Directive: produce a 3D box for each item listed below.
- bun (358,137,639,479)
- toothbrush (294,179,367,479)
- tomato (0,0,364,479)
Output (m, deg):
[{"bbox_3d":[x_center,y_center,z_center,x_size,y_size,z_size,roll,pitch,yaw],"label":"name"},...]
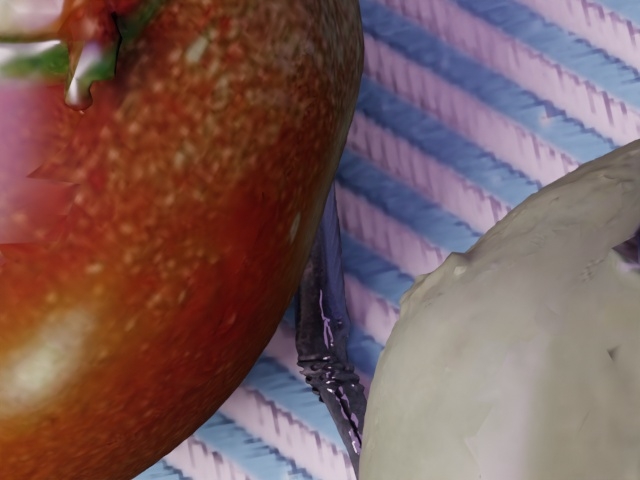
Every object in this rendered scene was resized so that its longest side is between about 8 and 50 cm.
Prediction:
[{"bbox_3d":[0.141,0.109,0.549,0.293,0.187,0.293,2,80,-11],"label":"bun"},{"bbox_3d":[0.000,0.000,0.671,0.042,0.035,0.413,-9,78,14],"label":"toothbrush"},{"bbox_3d":[-0.129,-0.054,0.601,0.303,0.239,0.303,-4,79,19],"label":"tomato"}]
